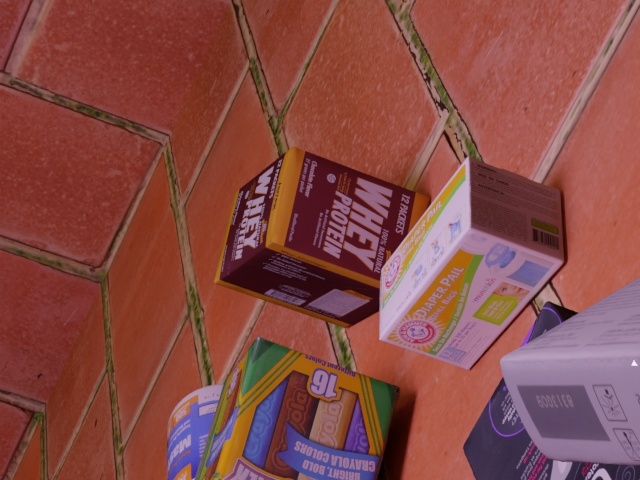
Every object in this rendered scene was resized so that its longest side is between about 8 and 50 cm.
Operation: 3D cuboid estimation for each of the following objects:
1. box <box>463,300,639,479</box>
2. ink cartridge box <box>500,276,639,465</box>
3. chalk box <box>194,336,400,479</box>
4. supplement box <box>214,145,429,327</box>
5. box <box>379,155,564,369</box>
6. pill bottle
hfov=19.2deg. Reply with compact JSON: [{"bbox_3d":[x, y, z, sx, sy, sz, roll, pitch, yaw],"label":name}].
[{"bbox_3d":[0.237,0.193,1.501,0.165,0.143,0.270,-63,19,19],"label":"box"},{"bbox_3d":[0.346,0.023,1.225,0.091,0.385,0.308,64,159,-4],"label":"ink cartridge box"},{"bbox_3d":[-0.049,0.289,2.121,0.180,0.179,0.289,128,162,-62],"label":"chalk box"},{"bbox_3d":[0.000,0.000,2.328,0.194,0.191,0.129,-33,41,61],"label":"supplement box"},{"bbox_3d":[0.154,0.027,1.974,0.203,0.114,0.103,125,157,-43],"label":"box"},{"bbox_3d":[-0.120,0.321,2.408,0.152,0.152,0.272,-61,19,28],"label":"pill bottle"}]
